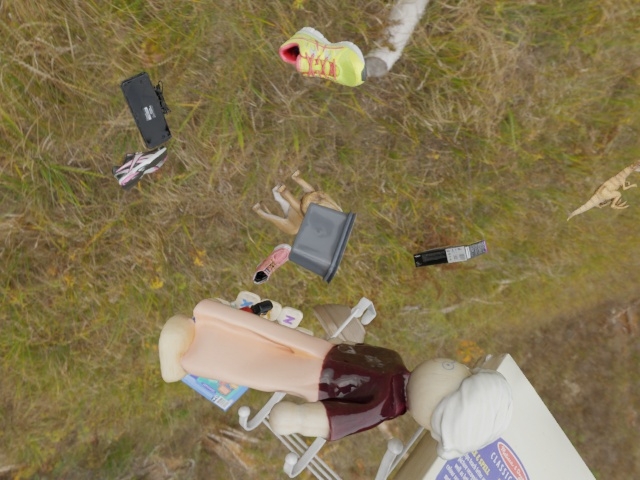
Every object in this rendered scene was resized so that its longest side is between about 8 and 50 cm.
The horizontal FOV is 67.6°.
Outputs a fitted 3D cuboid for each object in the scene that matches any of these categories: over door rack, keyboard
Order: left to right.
[{"bbox_3d":[-0.435,-0.335,1.219,0.100,0.038,0.192,-32,141,-22],"label":"keyboard"},{"bbox_3d":[0.060,0.239,0.763,0.324,0.239,0.108,-38,143,-28],"label":"over door rack"}]

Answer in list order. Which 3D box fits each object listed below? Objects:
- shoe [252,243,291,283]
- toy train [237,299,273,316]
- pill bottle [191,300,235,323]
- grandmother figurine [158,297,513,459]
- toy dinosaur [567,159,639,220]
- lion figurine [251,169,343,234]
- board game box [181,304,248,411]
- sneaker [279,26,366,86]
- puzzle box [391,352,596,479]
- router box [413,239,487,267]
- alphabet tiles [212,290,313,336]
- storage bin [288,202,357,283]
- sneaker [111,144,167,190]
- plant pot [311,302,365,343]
[{"bbox_3d":[-0.170,0.087,1.674,0.063,0.081,0.178,42,121,-17],"label":"shoe"},{"bbox_3d":[-0.134,0.128,0.812,0.036,0.027,0.158,-34,168,31],"label":"toy train"},{"bbox_3d":[-0.326,0.284,1.521,0.152,0.271,0.153,18,65,-42],"label":"pill bottle"},{"bbox_3d":[0.011,0.133,0.479,0.208,0.341,0.104,-43,139,-65],"label":"grandmother figurine"},{"bbox_3d":[0.650,-0.105,1.103,0.211,0.064,0.112,-43,130,10],"label":"toy dinosaur"},{"bbox_3d":[-0.071,-0.092,1.631,0.240,0.392,0.142,47,69,-14],"label":"lion figurine"},{"bbox_3d":[-0.213,0.276,1.110,0.160,0.047,0.210,41,103,-15],"label":"board game box"},{"bbox_3d":[0.001,-0.345,0.931,0.094,0.208,0.082,-35,142,-27],"label":"sneaker"},{"bbox_3d":[0.265,0.384,0.587,0.272,0.052,0.409,-37,94,-34],"label":"puzzle box"},{"bbox_3d":[0.393,0.040,1.455,0.133,0.178,0.046,-12,89,-46],"label":"router box"},{"bbox_3d":[-0.168,0.238,1.257,0.283,0.021,0.278,21,130,-10],"label":"alphabet tiles"},{"bbox_3d":[0.000,0.000,0.889,0.091,0.098,0.135,23,65,-2],"label":"storage bin"},{"bbox_3d":[-0.524,-0.230,1.381,0.178,0.077,0.072,-46,178,-31],"label":"sneaker"},{"bbox_3d":[0.078,0.299,1.633,0.109,0.237,0.237,-32,129,-8],"label":"plant pot"}]
